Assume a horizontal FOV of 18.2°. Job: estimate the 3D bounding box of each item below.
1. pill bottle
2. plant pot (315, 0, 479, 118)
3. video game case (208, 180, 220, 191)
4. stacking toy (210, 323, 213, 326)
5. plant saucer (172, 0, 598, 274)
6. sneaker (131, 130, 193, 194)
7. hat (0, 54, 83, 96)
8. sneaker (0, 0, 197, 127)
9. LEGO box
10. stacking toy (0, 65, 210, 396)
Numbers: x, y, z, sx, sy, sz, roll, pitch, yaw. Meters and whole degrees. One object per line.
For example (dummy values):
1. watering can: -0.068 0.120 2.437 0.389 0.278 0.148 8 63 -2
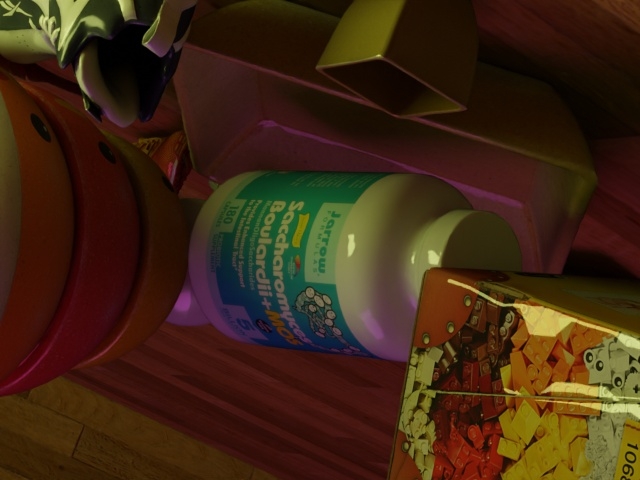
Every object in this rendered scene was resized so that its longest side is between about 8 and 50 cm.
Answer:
1. pill bottle: 0.029 0.018 1.559 0.264 0.146 0.146 2 157 47
2. plant pot: 0.062 -0.141 1.382 0.081 0.083 0.081 29 163 -31
3. video game case: 0.007 -0.017 1.833 0.201 0.023 0.183 15 -171 -15
4. stacking toy: -0.127 0.038 2.202 0.330 0.141 0.141 19 166 -22
5. plant saucer: 0.056 -0.085 1.598 0.333 0.081 0.332 18 164 6
6. sneaker: -0.161 -0.073 1.951 0.067 0.064 0.175 32 161 -6
7. hat: -0.329 -0.205 1.773 0.173 0.183 0.208 18 128 39
8. sneaker: -0.171 -0.141 1.434 0.235 0.153 0.094 -16 141 36
9. LEGO box: 0.358 0.158 1.428 0.500 0.193 0.372 4 -171 -37
10. stacking toy: -0.234 -0.001 1.694 0.351 0.350 0.480 7 -179 39
